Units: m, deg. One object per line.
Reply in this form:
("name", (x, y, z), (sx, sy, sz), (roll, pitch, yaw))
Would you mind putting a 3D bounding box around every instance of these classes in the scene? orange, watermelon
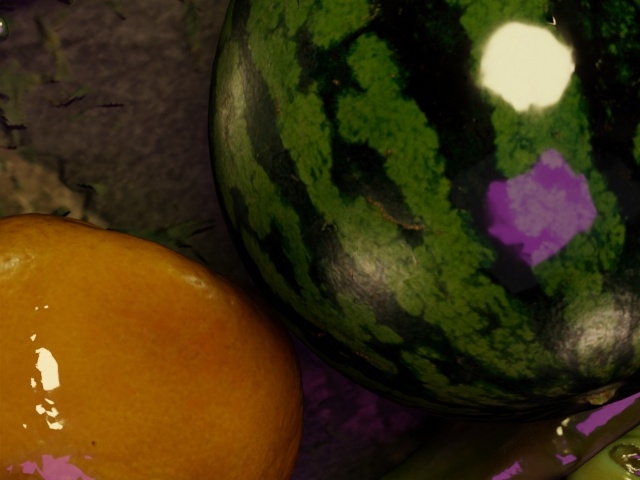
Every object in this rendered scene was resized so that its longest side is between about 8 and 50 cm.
("orange", (-0.128, 0.098, 0.929), (0.249, 0.183, 0.249), (-7, 127, -9))
("watermelon", (0.089, -0.055, 0.820), (0.285, 0.285, 0.285), (-6, 126, -9))

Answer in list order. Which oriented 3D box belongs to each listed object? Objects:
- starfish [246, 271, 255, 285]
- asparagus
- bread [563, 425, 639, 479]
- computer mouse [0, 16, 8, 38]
("starfish", (0.000, 0.000, 0.987), (0.091, 0.028, 0.078), (-18, 132, -4))
("asparagus", (0.142, 0.107, 1.061), (0.343, 0.085, 0.082), (-37, 111, 11))
("bread", (0.212, 0.179, 1.139), (0.130, 0.071, 0.139), (14, 120, -27))
("computer mouse", (-0.166, -0.210, 0.750), (0.200, 0.115, 0.389), (-18, 148, -18))
